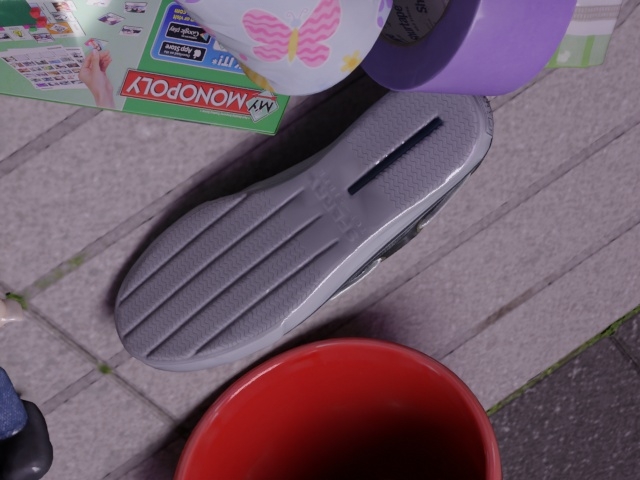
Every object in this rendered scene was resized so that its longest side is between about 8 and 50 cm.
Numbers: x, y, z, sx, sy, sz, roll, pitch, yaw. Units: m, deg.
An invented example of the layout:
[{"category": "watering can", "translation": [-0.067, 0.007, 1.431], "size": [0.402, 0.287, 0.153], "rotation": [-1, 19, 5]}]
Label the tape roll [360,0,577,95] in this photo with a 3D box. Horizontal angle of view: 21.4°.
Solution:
[{"category": "tape roll", "translation": [0.092, -0.195, 1.167], "size": [0.080, 0.189, 0.189], "rotation": [1, 122, -31]}]

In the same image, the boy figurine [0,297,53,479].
[{"category": "boy figurine", "translation": [-0.298, 0.085, 1.214], "size": [0.177, 0.092, 0.285], "rotation": [-33, 137, -2]}]

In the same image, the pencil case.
[{"category": "pencil case", "translation": [-0.065, -0.192, 1.040], "size": [0.124, 0.114, 0.273], "rotation": [-21, 148, 23]}]

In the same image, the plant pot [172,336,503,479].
[{"category": "plant pot", "translation": [0.041, 0.255, 1.442], "size": [0.275, 0.275, 0.243], "rotation": [-34, 143, -4]}]

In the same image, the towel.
[{"category": "towel", "translation": [0.202, -0.202, 1.342], "size": [0.113, 0.023, 0.152], "rotation": [-6, 126, -26]}]

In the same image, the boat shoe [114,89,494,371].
[{"category": "boat shoe", "translation": [0.000, 0.000, 1.306], "size": [0.335, 0.121, 0.119], "rotation": [-32, 162, 11]}]

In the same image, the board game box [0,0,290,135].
[{"category": "board game box", "translation": [-0.133, -0.190, 1.135], "size": [0.317, 0.046, 0.214], "rotation": [6, 120, -34]}]
